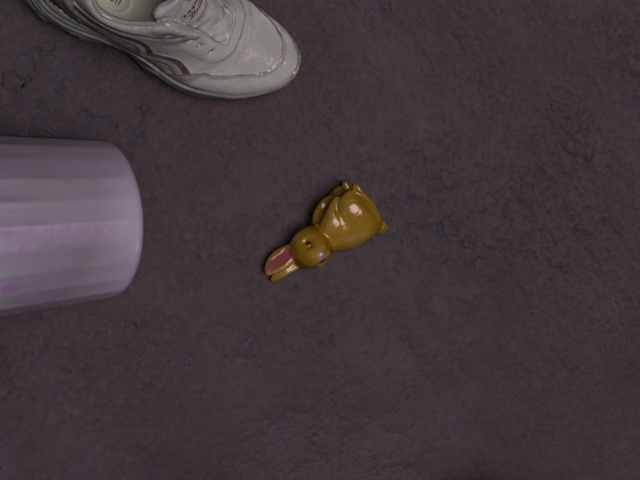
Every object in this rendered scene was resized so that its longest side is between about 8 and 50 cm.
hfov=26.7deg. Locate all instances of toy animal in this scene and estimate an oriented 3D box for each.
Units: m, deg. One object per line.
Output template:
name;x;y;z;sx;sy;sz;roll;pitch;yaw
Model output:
toy animal;0.002;0.003;1.675;0.159;0.070;0.083;-39;106;-10

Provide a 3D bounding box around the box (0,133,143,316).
box;-0.307;-0.006;1.455;0.206;0.291;0.262;-6;137;-33

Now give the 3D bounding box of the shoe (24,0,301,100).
shoe;-0.163;-0.256;1.525;0.342;0.210;0.132;21;84;-20
